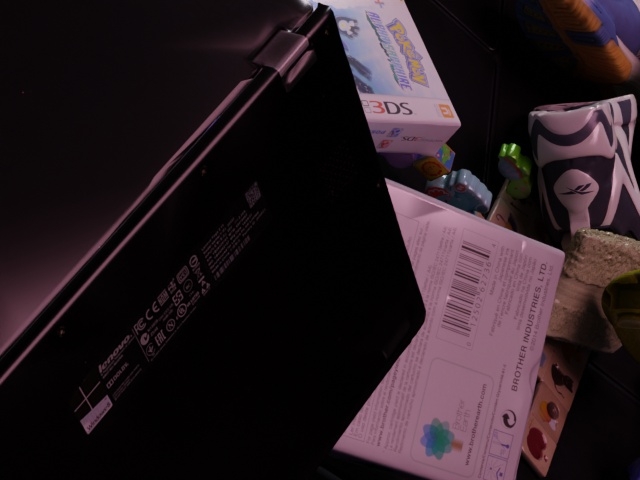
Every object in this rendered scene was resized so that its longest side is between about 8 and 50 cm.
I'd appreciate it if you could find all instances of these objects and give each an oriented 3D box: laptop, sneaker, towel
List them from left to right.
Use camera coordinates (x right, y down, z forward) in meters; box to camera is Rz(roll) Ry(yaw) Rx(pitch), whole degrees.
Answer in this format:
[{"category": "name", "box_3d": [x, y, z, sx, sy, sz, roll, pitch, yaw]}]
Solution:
[{"category": "laptop", "box_3d": [-0.171, 0.010, 0.902, 0.382, 0.236, 0.408, -51, 140, -29]}, {"category": "sneaker", "box_3d": [0.244, -0.049, 1.450, 0.235, 0.094, 0.153, -33, 117, -78]}, {"category": "towel", "box_3d": [0.241, 0.045, 1.377, 0.148, 0.110, 0.027, 16, 19, -46]}, {"category": "sneaker", "box_3d": [0.298, -0.204, 1.549, 0.296, 0.112, 0.131, 35, 83, -44]}]

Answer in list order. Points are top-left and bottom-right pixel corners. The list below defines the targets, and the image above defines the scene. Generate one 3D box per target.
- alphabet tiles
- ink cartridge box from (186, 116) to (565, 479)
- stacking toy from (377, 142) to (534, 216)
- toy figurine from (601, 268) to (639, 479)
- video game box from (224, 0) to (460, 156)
[{"category": "alphabet tiles", "box_3d": [0.162, 0.052, 1.367, 0.198, 0.009, 0.237, 51, 40, -17]}, {"category": "ink cartridge box", "box_3d": [0.014, 0.049, 1.077, 0.311, 0.065, 0.186, 21, 77, -30]}, {"category": "stacking toy", "box_3d": [0.085, -0.056, 1.300, 0.221, 0.052, 0.167, 43, 45, -24]}, {"category": "toy figurine", "box_3d": [0.360, 0.200, 1.369, 0.362, 0.191, 0.217, 45, 54, -43]}, {"category": "video game box", "box_3d": [-0.009, -0.158, 1.197, 0.187, 0.048, 0.205, 0, 58, -41]}]
